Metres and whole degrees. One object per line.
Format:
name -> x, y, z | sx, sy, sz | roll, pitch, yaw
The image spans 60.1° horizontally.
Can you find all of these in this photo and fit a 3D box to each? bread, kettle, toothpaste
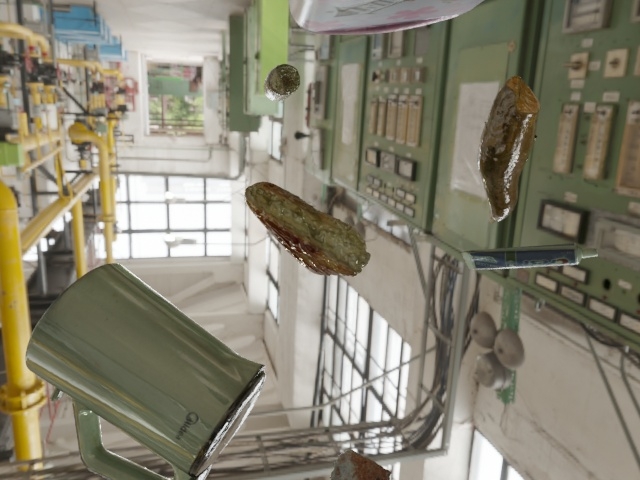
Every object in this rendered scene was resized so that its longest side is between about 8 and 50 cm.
bread -> -0.009, 0.002, 0.628 | 0.154, 0.054, 0.136 | 35, 163, 16
kettle -> -0.339, 0.290, 1.045 | 0.377, 0.361, 0.250 | 32, -177, 9
toothpaste -> 0.323, 0.025, 0.864 | 0.197, 0.034, 0.057 | -5, 148, 27

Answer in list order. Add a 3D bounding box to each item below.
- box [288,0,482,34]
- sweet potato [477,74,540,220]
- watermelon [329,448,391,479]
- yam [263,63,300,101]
box -> 0.074, -0.221, 0.344 | 0.191, 0.112, 0.369 | -10, -169, -2
sweet potato -> 0.267, -0.116, 0.810 | 0.077, 0.243, 0.077 | -1, -139, 1
watermelon -> 0.062, 0.417, 0.798 | 0.154, 0.094, 0.241 | -33, -153, 20
yam -> -0.053, -0.210, 0.739 | 0.043, 0.043, 0.094 | 0, -170, -9
